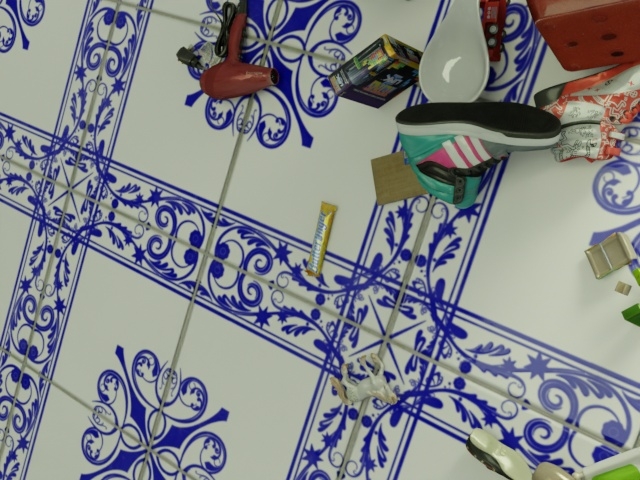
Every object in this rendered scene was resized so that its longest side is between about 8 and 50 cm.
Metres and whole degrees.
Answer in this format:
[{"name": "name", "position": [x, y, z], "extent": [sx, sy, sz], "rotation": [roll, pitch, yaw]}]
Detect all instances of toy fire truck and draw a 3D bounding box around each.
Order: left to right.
[{"name": "toy fire truck", "position": [0.276, -0.384, 1.511], "extent": [0.135, 0.047, 0.192], "rotation": [8, 93, 32]}]

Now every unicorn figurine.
[{"name": "unicorn figurine", "position": [0.096, 0.285, 1.599], "extent": [0.162, 0.060, 0.111], "rotation": [-33, 71, 44]}]

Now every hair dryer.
[{"name": "hair dryer", "position": [-0.201, -0.423, 1.796], "extent": [0.293, 0.080, 0.223], "rotation": [46, 110, 25]}]

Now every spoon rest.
[{"name": "spoon rest", "position": [0.259, -0.372, 1.443], "extent": [0.137, 0.084, 0.276], "rotation": [22, 100, 30]}]

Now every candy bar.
[{"name": "candy bar", "position": [0.000, 0.000, 1.688], "extent": [0.040, 0.018, 0.161], "rotation": [18, 97, 32]}]

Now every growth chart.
[{"name": "growth chart", "position": [0.539, 0.460, 1.328], "extent": [0.172, 0.021, 0.237], "rotation": [-42, 67, 25]}]

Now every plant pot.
[{"name": "plant pot", "position": [0.446, -0.416, 1.245], "extent": [0.267, 0.267, 0.236], "rotation": [-4, 71, 32]}]

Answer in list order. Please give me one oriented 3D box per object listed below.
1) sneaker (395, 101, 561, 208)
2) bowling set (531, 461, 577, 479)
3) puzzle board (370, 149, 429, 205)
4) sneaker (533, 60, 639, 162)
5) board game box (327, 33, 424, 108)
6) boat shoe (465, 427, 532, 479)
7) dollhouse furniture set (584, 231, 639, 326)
[{"name": "sneaker", "position": [0.281, -0.142, 1.428], "extent": [0.295, 0.124, 0.178], "rotation": [9, 130, 32]}, {"name": "bowling set", "position": [0.356, 0.534, 1.333], "extent": [0.154, 0.200, 0.287], "rotation": [29, 111, 30]}, {"name": "puzzle board", "position": [0.163, -0.129, 1.594], "extent": [0.128, 0.011, 0.096], "rotation": [-13, 80, 31]}, {"name": "sneaker", "position": [0.503, -0.216, 1.341], "extent": [0.270, 0.090, 0.145], "rotation": [-16, 88, 28]}, {"name": "board game box", "position": [0.116, -0.318, 1.537], "extent": [0.141, 0.170, 0.048], "rotation": [-33, 73, 28]}, {"name": "boat shoe", "position": [0.322, 0.396, 1.456], "extent": [0.133, 0.049, 0.042], "rotation": [37, 140, 19]}, {"name": "dollhouse furniture set", "position": [0.515, 0.065, 1.357], "extent": [0.076, 0.058, 0.152], "rotation": [-38, 50, 33]}]
